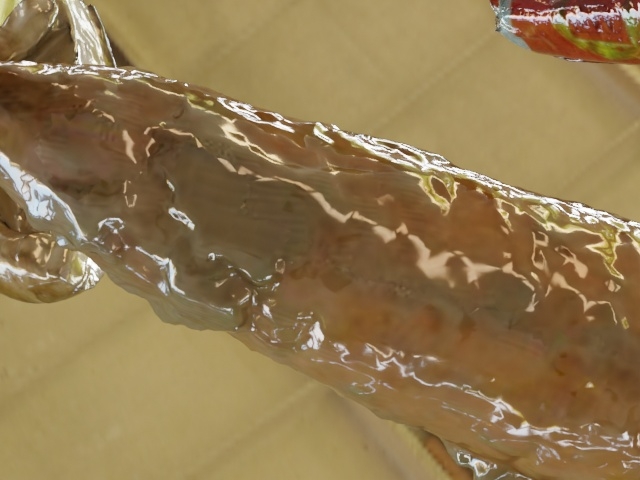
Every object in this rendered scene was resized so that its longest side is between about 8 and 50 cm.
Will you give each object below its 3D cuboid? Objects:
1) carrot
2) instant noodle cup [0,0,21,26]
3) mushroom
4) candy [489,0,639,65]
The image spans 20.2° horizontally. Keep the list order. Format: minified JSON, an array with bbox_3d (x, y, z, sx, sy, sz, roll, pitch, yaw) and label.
[{"bbox_3d":[0.000,0.000,0.558,0.263,0.102,0.102,22,-121,-11],"label":"carrot"},{"bbox_3d":[-0.263,-0.241,1.239,0.215,0.215,0.236,6,-94,7],"label":"instant noodle cup"},{"bbox_3d":[-0.162,-0.047,1.016,0.094,0.072,0.210,-16,-123,10],"label":"mushroom"},{"bbox_3d":[0.190,-0.149,1.099,0.292,0.059,0.086,12,-117,51],"label":"candy"}]
